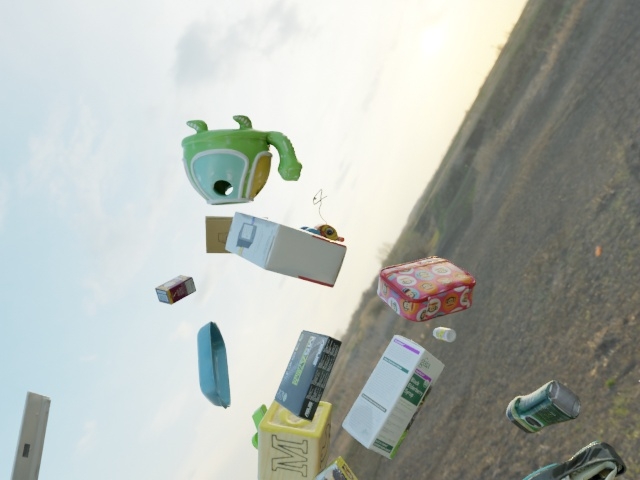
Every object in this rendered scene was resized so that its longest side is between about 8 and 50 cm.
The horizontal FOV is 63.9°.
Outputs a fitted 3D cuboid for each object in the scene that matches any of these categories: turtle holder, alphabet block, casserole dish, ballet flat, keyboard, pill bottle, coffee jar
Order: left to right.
[{"bbox_3d":[-0.654,0.473,1.151,0.072,0.014,0.256,51,-153,-55],"label":"keyboard"},{"bbox_3d":[-0.220,0.255,1.048,0.114,0.037,0.188,74,180,-51],"label":"casserole dish"},{"bbox_3d":[-0.234,-0.220,1.480,0.243,0.320,0.227,174,92,-68],"label":"turtle holder"},{"bbox_3d":[-0.078,0.624,1.590,0.192,0.193,0.197,-53,-33,-71],"label":"alphabet block"},{"bbox_3d":[0.410,0.312,1.704,0.043,0.043,0.083,-59,16,-14],"label":"pill bottle"},{"bbox_3d":[0.566,0.431,1.316,0.079,0.096,0.184,-49,-5,-38],"label":"coffee jar"},{"bbox_3d":[0.576,0.548,1.169,0.280,0.096,0.095,-22,-64,-13],"label":"ballet flat"}]

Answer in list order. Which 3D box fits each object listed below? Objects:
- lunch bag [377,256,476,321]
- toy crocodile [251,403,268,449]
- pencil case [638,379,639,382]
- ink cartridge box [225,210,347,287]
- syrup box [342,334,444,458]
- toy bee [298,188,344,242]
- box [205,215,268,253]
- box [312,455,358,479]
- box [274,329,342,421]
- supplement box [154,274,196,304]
[{"bbox_3d":[0.347,0.152,1.745,0.293,0.258,0.120,-11,-62,-25],"label":"lunch bag"},{"bbox_3d":[-0.151,0.748,1.829,0.105,0.340,0.115,4,-47,-46],"label":"toy crocodile"},{"bbox_3d":[0.758,0.275,1.092,0.152,0.064,0.070,-40,-15,-8],"label":"pencil case"},{"bbox_3d":[-0.105,0.019,1.445,0.306,0.226,0.131,16,89,60],"label":"ink cartridge box"},{"bbox_3d":[0.161,0.338,1.122,0.093,0.096,0.237,40,-101,-37],"label":"syrup box"},{"bbox_3d":[0.000,0.000,1.803,0.298,0.162,0.195,-56,20,17],"label":"toy bee"},{"bbox_3d":[-0.275,-0.016,1.679,0.164,0.201,0.021,101,166,-46],"label":"box"},{"bbox_3d":[0.085,0.676,1.300,0.087,0.232,0.058,-42,-14,9],"label":"box"},{"bbox_3d":[-0.033,0.312,1.217,0.190,0.045,0.184,-67,16,-12],"label":"box"},{"bbox_3d":[-0.370,0.125,1.312,0.083,0.055,0.043,-31,-63,-46],"label":"supplement box"}]
